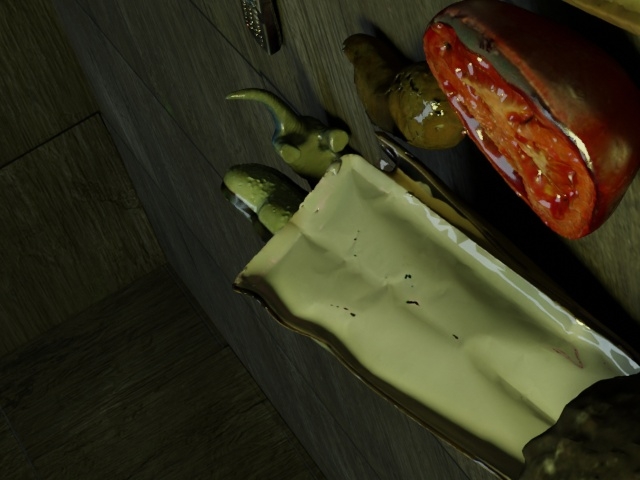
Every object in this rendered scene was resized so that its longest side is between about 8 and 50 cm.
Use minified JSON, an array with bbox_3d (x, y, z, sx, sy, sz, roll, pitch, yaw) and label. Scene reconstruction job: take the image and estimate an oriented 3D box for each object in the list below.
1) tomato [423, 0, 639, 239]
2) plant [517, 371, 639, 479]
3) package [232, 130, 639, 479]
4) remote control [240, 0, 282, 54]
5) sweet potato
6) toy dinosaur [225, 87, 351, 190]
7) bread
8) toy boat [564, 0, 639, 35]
[{"bbox_3d":[0.144,-0.094,1.013,0.174,0.082,0.166,53,172,14],"label":"tomato"},{"bbox_3d":[0.263,0.215,1.006,0.321,0.181,0.194,38,164,50],"label":"plant"},{"bbox_3d":[0.121,0.064,1.288,0.311,0.165,0.221,37,-173,19],"label":"package"},{"bbox_3d":[-0.065,-0.263,1.654,0.059,0.028,0.212,52,167,19],"label":"remote control"},{"bbox_3d":[0.074,-0.121,1.328,0.233,0.062,0.081,-139,36,-68],"label":"sweet potato"},{"bbox_3d":[-0.031,-0.105,1.744,0.248,0.075,0.188,40,176,-30],"label":"toy dinosaur"},{"bbox_3d":[0.000,0.000,1.715,0.286,0.056,0.207,40,-172,18],"label":"bread"},{"bbox_3d":[0.159,-0.157,0.706,0.445,0.136,0.162,-131,19,-61],"label":"toy boat"}]
